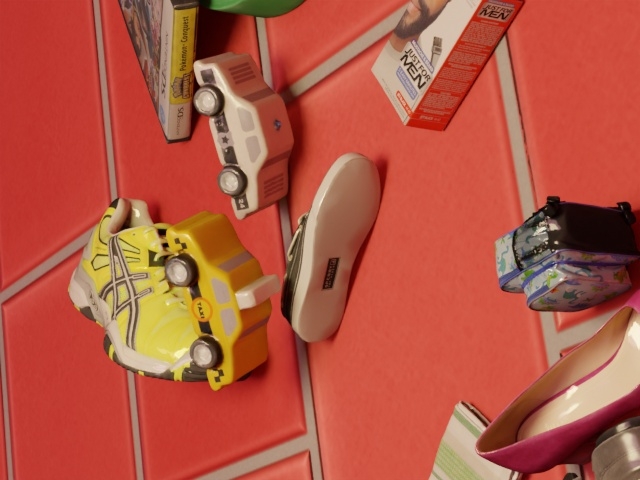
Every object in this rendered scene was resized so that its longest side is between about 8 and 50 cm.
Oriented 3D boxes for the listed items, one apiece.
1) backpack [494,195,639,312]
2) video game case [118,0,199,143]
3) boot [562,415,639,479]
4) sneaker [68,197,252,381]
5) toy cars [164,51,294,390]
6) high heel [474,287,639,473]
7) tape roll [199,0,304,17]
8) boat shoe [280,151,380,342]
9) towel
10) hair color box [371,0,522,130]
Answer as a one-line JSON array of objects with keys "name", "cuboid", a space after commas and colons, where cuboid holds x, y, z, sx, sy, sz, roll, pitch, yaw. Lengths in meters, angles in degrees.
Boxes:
[{"name": "backpack", "cuboid": [0.211, 0.018, 1.427, 0.114, 0.105, 0.084, -30, 61, 56]}, {"name": "video game case", "cuboid": [-0.210, -0.303, 2.056, 0.248, 0.035, 0.275, 100, 154, -52]}, {"name": "boot", "cuboid": [0.243, 0.328, 1.363, 0.338, 0.118, 0.223, -57, 36, 24]}, {"name": "sneaker", "cuboid": [-0.201, 0.061, 1.988, 0.384, 0.145, 0.147, 32, 113, 51]}, {"name": "toy cars", "cuboid": [-0.081, -0.033, 1.794, 0.087, 0.176, 0.394, -10, 59, 30]}, {"name": "high heel", "cuboid": [0.229, 0.107, 1.377, 0.244, 0.117, 0.082, -55, 44, 36]}, {"name": "tape roll", "cuboid": [-0.073, -0.426, 1.918, 0.321, 0.077, 0.321, -12, 76, 55]}, {"name": "boat shoe", "cuboid": [0.000, 0.000, 1.759, 0.070, 0.077, 0.219, 42, 121, 48]}, {"name": "towel", "cuboid": [0.144, 0.246, 1.574, 0.113, 0.023, 0.152, 43, 123, 51]}, {"name": "hair color box", "cuboid": [0.123, -0.203, 1.626, 0.167, 0.053, 0.093, -58, 42, 32]}]
